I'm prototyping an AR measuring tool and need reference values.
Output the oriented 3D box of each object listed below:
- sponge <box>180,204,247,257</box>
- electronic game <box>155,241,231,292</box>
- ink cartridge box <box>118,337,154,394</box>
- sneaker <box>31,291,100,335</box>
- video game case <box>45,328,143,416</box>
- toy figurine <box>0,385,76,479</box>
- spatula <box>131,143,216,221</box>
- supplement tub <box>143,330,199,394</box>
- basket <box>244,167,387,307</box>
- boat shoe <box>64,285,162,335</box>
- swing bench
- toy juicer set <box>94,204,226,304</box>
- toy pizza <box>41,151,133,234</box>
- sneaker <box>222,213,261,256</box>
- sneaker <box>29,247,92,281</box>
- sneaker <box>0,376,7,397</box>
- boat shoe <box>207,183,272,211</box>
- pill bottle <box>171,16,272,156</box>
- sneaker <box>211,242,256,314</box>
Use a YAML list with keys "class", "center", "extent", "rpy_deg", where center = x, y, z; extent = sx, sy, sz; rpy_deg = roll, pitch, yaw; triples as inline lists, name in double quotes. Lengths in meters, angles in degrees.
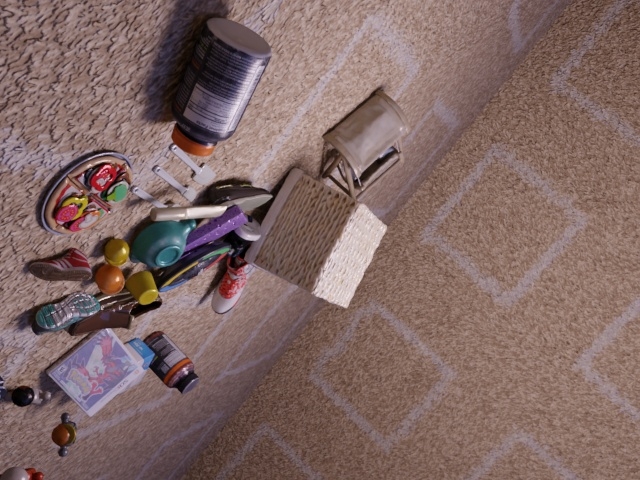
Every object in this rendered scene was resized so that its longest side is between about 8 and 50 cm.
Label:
- class: "sponge"
  center: [-0.288, -0.018, 1.625]
  extent: [0.210, 0.031, 0.117]
  rpy_deg: [-30, 174, -2]
- class: "electronic game"
  center: [-0.341, 0.073, 1.716]
  extent: [0.229, 0.048, 0.229]
  rpy_deg: [-33, 175, -3]
- class: "ink cartridge box"
  center: [-0.589, 0.381, 1.830]
  extent: [0.191, 0.082, 0.139]
  rpy_deg: [-24, 151, -53]
- class: "sneaker"
  center: [-0.571, 0.165, 1.421]
  extent: [0.076, 0.065, 0.167]
  rpy_deg: [-38, 169, 31]
- class: "video game case"
  center: [-0.585, 0.342, 1.674]
  extent: [0.183, 0.023, 0.201]
  rpy_deg: [-42, 132, -22]
- class: "toy figurine"
  center: [-0.692, 0.454, 1.480]
  extent: [0.209, 0.213, 0.148]
  rpy_deg: [-42, 177, -19]
- class: "spatula"
  center: [-0.326, -0.122, 1.436]
  extent: [0.168, 0.019, 0.242]
  rpy_deg: [-47, 165, -2]
- class: "supplement tub"
  center: [-0.462, 0.379, 1.954]
  extent: [0.106, 0.198, 0.106]
  rpy_deg: [-43, 165, -15]
- class: "basket"
  center: [0.000, 0.000, 1.981]
  extent: [0.331, 0.267, 0.328]
  rpy_deg: [-63, 156, -3]
- class: "boat shoe"
  center: [-0.494, 0.175, 1.557]
  extent: [0.257, 0.095, 0.095]
  rpy_deg: [-31, 157, -47]
- class: "swing bench"
  center: [0.146, -0.293, 2.031]
  extent: [0.253, 0.165, 0.254]
  rpy_deg: [-42, 163, -18]
- class: "toy juicer set"
  center: [-0.393, 0.001, 1.464]
  extent: [0.329, 0.089, 0.209]
  rpy_deg: [-49, 147, 15]
- class: "toy pizza"
  center: [-0.434, -0.082, 1.211]
  extent: [0.201, 0.032, 0.201]
  rpy_deg: [-44, 164, -16]
- class: "sneaker"
  center: [-0.230, 0.003, 1.794]
  extent: [0.121, 0.079, 0.217]
  rpy_deg: [-52, -175, 9]
- class: "sneaker"
  center: [-0.524, 0.046, 1.282]
  extent: [0.119, 0.067, 0.042]
  rpy_deg: [10, 128, -37]
- class: "sneaker"
  center: [-0.715, 0.294, 1.222]
  extent: [0.153, 0.099, 0.282]
  rpy_deg: [-36, 169, -13]
- class: "boat shoe"
  center: [-0.207, -0.118, 1.668]
  extent: [0.081, 0.068, 0.228]
  rpy_deg: [-34, 172, 28]
- class: "pill bottle"
  center: [-0.198, -0.277, 1.194]
  extent: [0.130, 0.130, 0.245]
  rpy_deg: [-25, 154, -55]
- class: "sneaker"
  center: [-0.278, 0.113, 2.015]
  extent: [0.270, 0.090, 0.145]
  rpy_deg: [-52, 164, 1]
